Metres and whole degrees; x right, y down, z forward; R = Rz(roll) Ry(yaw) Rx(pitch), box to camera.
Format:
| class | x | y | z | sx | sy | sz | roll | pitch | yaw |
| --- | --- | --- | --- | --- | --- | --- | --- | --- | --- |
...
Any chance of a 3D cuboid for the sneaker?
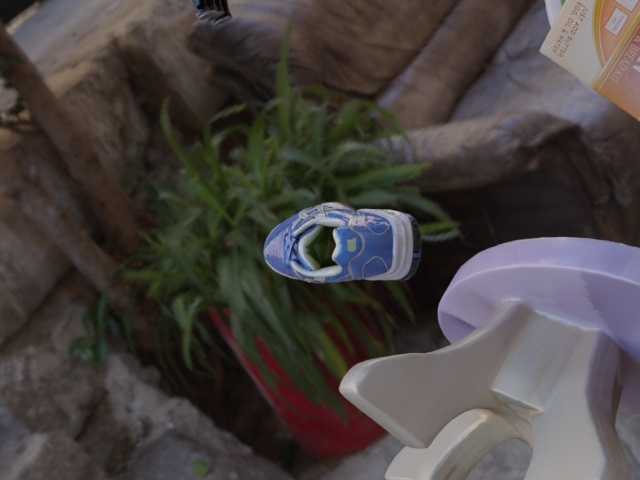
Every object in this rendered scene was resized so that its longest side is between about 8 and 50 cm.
| class | x | y | z | sx | sy | sz | roll | pitch | yaw |
| --- | --- | --- | --- | --- | --- | --- | --- | --- | --- |
| sneaker | 0.000 | 0.000 | 0.969 | 0.081 | 0.080 | 0.211 | 2 | -5 | -33 |

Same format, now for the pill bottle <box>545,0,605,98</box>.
| class | x | y | z | sx | sy | sz | roll | pitch | yaw |
| --- | --- | --- | --- | --- | --- | --- | --- | --- | --- |
| pill bottle | 0.315 | -0.213 | 0.837 | 0.246 | 0.136 | 0.136 | -18 | 28 | 38 |

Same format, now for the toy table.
| class | x | y | z | sx | sy | sz | roll | pitch | yaw |
| --- | --- | --- | --- | --- | --- | --- | --- | --- | --- |
| toy table | 0.151 | 0.114 | 0.750 | 0.161 | 0.252 | 0.274 | -56 | 3 | -22 |

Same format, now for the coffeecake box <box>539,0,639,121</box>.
| class | x | y | z | sx | sy | sz | roll | pitch | yaw |
| --- | --- | --- | --- | --- | --- | --- | --- | --- | --- |
| coffeecake box | 0.206 | -0.088 | 0.456 | 0.068 | 0.185 | 0.142 | -48 | -12 | -24 |

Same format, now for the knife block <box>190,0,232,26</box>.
| class | x | y | z | sx | sy | sz | roll | pitch | yaw |
| --- | --- | --- | --- | --- | --- | --- | --- | --- | --- |
| knife block | -0.076 | -0.316 | 0.811 | 0.088 | 0.242 | 0.275 | -4 | 46 | 13 |
